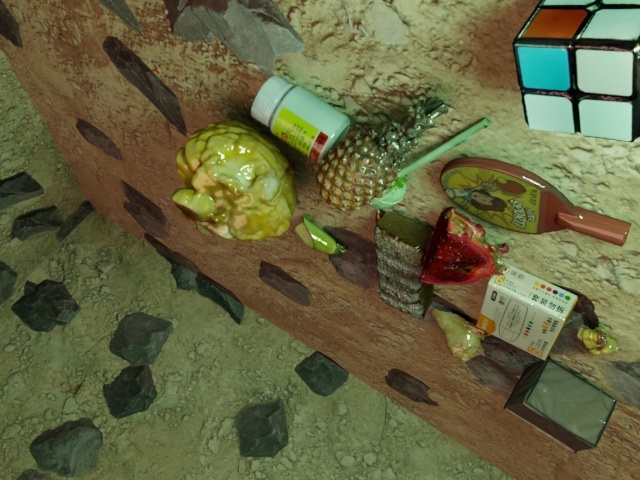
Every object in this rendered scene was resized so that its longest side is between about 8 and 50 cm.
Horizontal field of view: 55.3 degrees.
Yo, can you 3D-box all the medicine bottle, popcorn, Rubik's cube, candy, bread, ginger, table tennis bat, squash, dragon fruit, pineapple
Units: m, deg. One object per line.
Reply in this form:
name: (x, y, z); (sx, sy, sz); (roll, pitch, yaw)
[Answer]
medicine bottle: (-0.048, -0.301, 1.520); (0.225, 0.139, 0.139); (34, 156, 5)
popcorn: (-0.237, -0.174, 1.800); (0.344, 0.354, 0.390); (1, -174, 22)
Rubik's cube: (0.410, -0.273, 0.908); (0.180, 0.183, 0.167); (19, 149, 38)
candy: (0.232, -0.185, 1.432); (0.119, 0.119, 0.440); (42, 148, -11)
bread: (0.256, 0.084, 1.844); (0.165, 0.113, 0.417); (23, 152, 23)
ginger: (0.437, 0.311, 2.017); (0.193, 0.123, 0.115); (29, 175, 30)
table tennis bat: (0.455, -0.079, 1.337); (0.414, 0.051, 0.268); (22, 163, 25)
squash: (-0.002, 0.001, 2.083); (0.200, 0.075, 0.090); (34, 130, 2)
dragon fruit: (0.376, 0.021, 1.550); (0.211, 0.134, 0.262); (21, 149, 1)
pineapple: (0.133, -0.191, 1.360); (0.175, 0.175, 0.361); (42, 142, -12)

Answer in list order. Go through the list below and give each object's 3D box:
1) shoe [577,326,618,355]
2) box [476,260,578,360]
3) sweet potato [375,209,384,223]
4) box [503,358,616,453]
shoe: (0.722, 0.265, 1.592); (0.109, 0.072, 0.069); (48, 159, -23)
box: (0.556, 0.197, 1.670); (0.220, 0.091, 0.274); (26, 153, 24)
sweet potato: (0.177, -0.057, 1.789); (0.034, 0.034, 0.095); (20, 153, 33)
box: (0.734, 0.503, 1.869); (0.252, 0.188, 0.153); (34, 156, 10)
